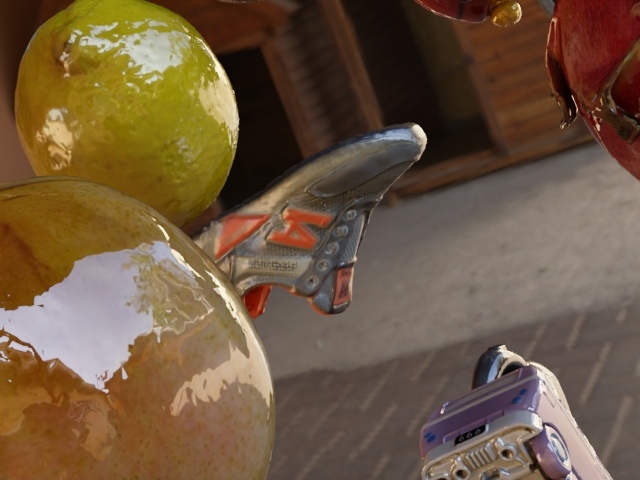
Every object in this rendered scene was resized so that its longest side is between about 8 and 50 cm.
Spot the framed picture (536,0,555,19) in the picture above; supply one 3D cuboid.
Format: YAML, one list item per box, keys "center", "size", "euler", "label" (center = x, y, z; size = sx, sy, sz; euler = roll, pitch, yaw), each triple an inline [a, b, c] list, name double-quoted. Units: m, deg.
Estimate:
- center: [0.304, -0.379, 1.393]
  size: [0.265, 0.192, 0.018]
  euler: [-42, 25, 5]
  label: "framed picture"

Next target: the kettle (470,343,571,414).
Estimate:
- center: [0.296, 0.309, 2.026]
  size: [0.207, 0.290, 0.268]
  euler: [-5, -29, 28]
  label: "kettle"

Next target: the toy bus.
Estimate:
- center: [0.198, 0.237, 1.243]
  size: [0.142, 0.202, 0.142]
  euler: [-29, 15, 19]
  label: "toy bus"

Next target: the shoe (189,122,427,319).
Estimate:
- center: [0.000, 0.000, 1.518]
  size: [0.336, 0.171, 0.132]
  euler: [-31, -2, 23]
  label: "shoe"

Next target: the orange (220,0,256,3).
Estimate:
- center: [-0.106, -0.438, 1.683]
  size: [0.264, 0.264, 0.264]
  euler: [-21, 9, 3]
  label: "orange"

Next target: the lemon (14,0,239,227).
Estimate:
- center: [-0.199, -0.127, 1.363]
  size: [0.236, 0.236, 0.263]
  euler: [-27, -23, -33]
  label: "lemon"

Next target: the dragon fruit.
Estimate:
- center: [0.308, -0.160, 1.076]
  size: [0.250, 0.315, 0.250]
  euler: [3, 3, 0]
  label: "dragon fruit"

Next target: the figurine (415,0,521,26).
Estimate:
- center: [0.153, -0.390, 1.585]
  size: [0.196, 0.320, 0.323]
  euler: [-25, 43, -16]
  label: "figurine"

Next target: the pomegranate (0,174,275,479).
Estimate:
- center: [-0.178, 0.123, 0.838]
  size: [0.319, 0.319, 0.319]
  euler: [-21, 9, 3]
  label: "pomegranate"
